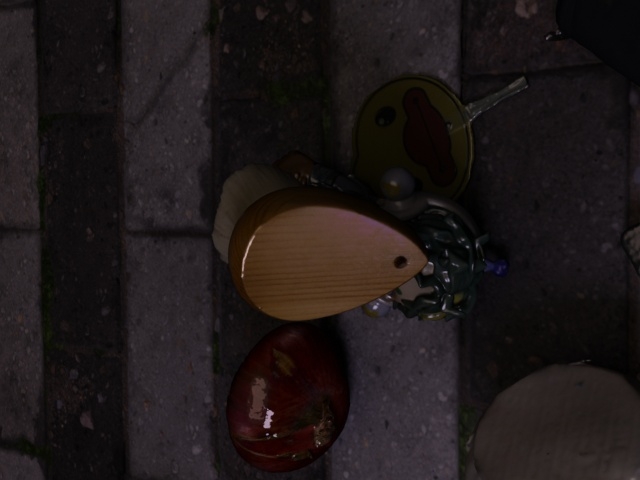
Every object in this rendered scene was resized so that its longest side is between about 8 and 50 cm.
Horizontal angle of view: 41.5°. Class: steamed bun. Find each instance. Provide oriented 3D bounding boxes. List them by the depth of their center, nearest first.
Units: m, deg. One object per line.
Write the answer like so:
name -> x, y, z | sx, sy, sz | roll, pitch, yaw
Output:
steamed bun -> 0.344, 0.330, 1.074 | 0.309, 0.309, 0.309 | 2, 94, 34

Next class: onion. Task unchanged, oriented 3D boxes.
onion -> -0.040, 0.254, 1.343 | 0.161, 0.248, 0.248 | 10, 98, 19

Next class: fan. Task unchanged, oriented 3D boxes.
fan -> 0.174, -0.162, 1.305 | 0.335, 0.011, 0.230 | -27, 78, 34

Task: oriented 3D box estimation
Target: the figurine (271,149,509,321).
figurine -> 0.082, -0.010, 1.257 | 0.382, 0.186, 0.261 | 27, 147, 24

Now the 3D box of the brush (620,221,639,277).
brush -> 0.490, -0.001, 1.068 | 0.197, 0.059, 0.123 | -35, 71, 30

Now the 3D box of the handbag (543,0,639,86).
handbag -> 0.435, -0.293, 1.019 | 0.302, 0.178, 0.275 | 47, 116, 23

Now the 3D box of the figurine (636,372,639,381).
figurine -> 0.502, 0.173, 1.067 | 0.187, 0.083, 0.083 | -9, 87, 28

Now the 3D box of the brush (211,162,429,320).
brush -> 0.000, 0.000, 1.114 | 0.166, 0.266, 0.174 | -121, 37, -63
